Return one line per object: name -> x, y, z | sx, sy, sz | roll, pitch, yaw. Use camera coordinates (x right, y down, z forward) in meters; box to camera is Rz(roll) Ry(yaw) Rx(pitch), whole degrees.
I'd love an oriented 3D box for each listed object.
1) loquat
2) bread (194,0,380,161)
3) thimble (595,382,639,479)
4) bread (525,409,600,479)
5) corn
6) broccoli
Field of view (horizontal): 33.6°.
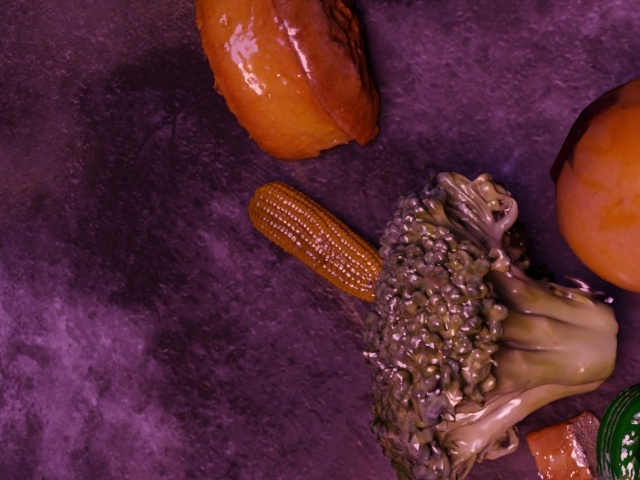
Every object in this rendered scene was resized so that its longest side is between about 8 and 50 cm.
loquat -> 0.355, -0.056, 1.097 | 0.235, 0.235, 0.235 | -3, 83, 29
bread -> -0.058, -0.274, 1.373 | 0.194, 0.179, 0.340 | -21, 75, 26
thimble -> 0.354, 0.218, 1.122 | 0.130, 0.090, 0.118 | -45, 95, -8
bread -> 0.282, 0.241, 1.193 | 0.070, 0.077, 0.083 | -28, 73, 36
corn -> 0.000, 0.000, 1.368 | 0.231, 0.080, 0.080 | 36, 102, 28
broccoli -> 0.152, 0.106, 1.146 | 0.324, 0.272, 0.334 | -51, 17, 42
